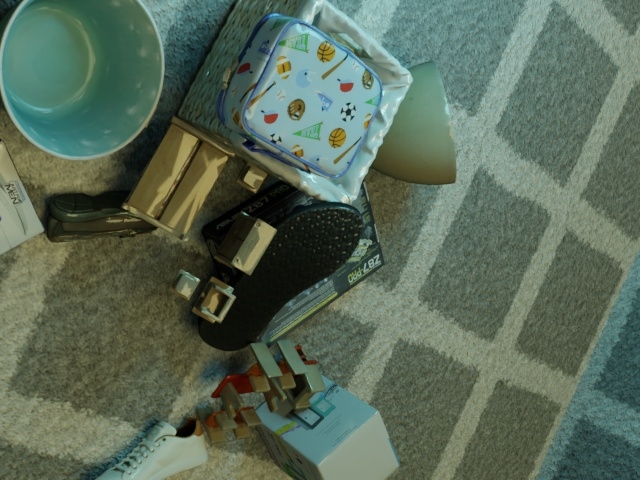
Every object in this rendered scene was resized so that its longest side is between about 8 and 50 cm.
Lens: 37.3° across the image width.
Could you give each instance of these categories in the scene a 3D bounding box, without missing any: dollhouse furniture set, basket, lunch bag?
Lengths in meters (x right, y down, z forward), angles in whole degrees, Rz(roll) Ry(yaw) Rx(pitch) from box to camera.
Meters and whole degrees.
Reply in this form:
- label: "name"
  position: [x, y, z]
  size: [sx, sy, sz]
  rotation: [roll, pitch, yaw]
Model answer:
- label: "dollhouse furniture set"
  position: [-0.285, -0.057, 1.841]
  size: [0.355, 0.174, 0.303]
  rotation: [31, 85, -17]
- label: "basket"
  position: [-0.054, -0.285, 1.918]
  size: [0.328, 0.266, 0.331]
  rotation: [30, 85, -43]
- label: "dollhouse furniture set"
  position: [-0.127, 0.317, 2.136]
  size: [0.259, 0.135, 0.262]
  rotation: [0, 139, -44]
- label: "lunch bag"
  position: [-0.039, -0.250, 1.696]
  size: [0.303, 0.115, 0.243]
  rotation: [26, 91, -42]

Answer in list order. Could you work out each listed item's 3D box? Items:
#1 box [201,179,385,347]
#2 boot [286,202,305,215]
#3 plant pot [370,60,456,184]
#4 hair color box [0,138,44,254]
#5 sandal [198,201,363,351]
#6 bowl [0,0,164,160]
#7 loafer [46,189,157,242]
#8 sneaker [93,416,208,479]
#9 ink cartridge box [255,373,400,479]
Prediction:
- label: "box"
  position: [-0.047, 0.016, 2.152]
  size: [0.395, 0.097, 0.318]
  rotation: [-34, 124, -26]
- label: "boot"
  position: [0.000, 0.000, 2.060]
  size: [0.069, 0.086, 0.190]
  rotation: [-50, 128, -15]
- label: "plant pot"
  position: [0.188, -0.251, 2.168]
  size: [0.190, 0.284, 0.284]
  rotation: [-12, 119, 1]
- label: "hair color box"
  position: [-0.666, -0.025, 1.600]
  size: [0.338, 0.110, 0.185]
  rotation: [-32, 123, -26]
- label: "sandal"
  position: [-0.098, 0.054, 1.974]
  size: [0.167, 0.107, 0.445]
  rotation: [36, 115, -29]
- label: "bowl"
  position: [-0.443, -0.306, 1.641]
  size: [0.311, 0.163, 0.312]
  rotation: [-16, 114, -39]
- label: "loafer"
  position: [-0.407, -0.042, 1.837]
  size: [0.267, 0.096, 0.084]
  rotation: [-1, 126, -39]
- label: "sneaker"
  position: [-0.376, 0.460, 2.042]
  size: [0.290, 0.105, 0.123]
  rotation: [-18, 107, -44]
- label: "ink cartridge box"
  position: [0.011, 0.473, 2.250]
  size: [0.197, 0.270, 0.198]
  rotation: [-38, 127, -22]
